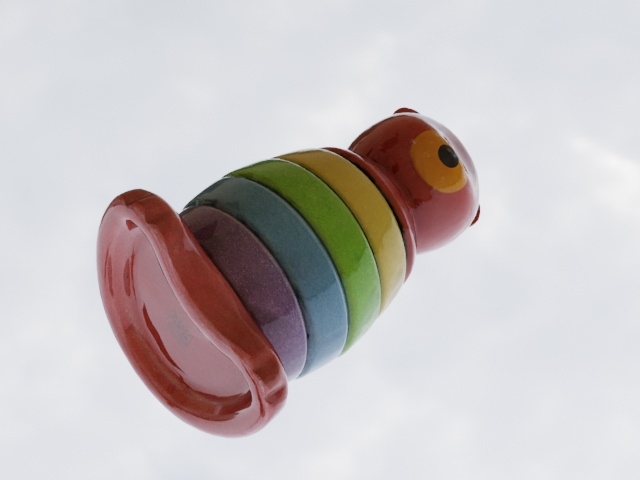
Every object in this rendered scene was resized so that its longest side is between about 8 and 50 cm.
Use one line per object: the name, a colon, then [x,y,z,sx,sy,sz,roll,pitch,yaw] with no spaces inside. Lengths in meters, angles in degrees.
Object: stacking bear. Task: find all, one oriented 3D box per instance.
stacking bear: [0.000,0.000,0.974,0.289,0.164,0.175,-32,-98,-31]
